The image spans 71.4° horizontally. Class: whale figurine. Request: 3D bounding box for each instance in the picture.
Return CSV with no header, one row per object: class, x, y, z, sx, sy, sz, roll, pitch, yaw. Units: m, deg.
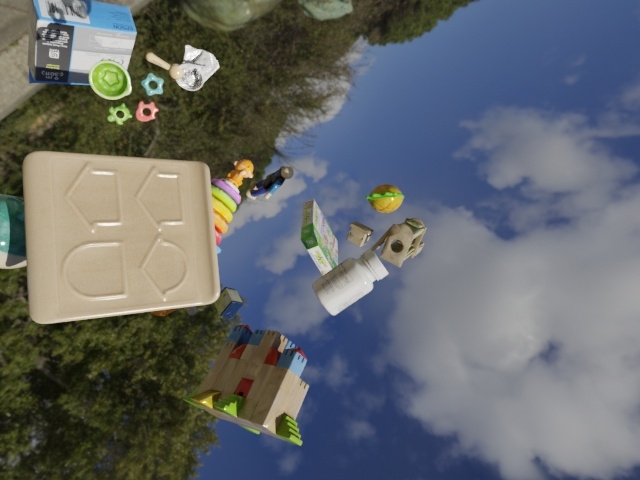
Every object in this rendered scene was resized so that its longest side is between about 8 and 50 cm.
whale figurine,-0.709,-0.057,0.927,0.141,0.272,0.216,-55,-175,-1

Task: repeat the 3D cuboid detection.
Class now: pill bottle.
pill bottle,0.099,0.130,1.454,0.229,0.131,0.131,-35,-155,5

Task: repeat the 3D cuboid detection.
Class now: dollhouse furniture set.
dollhouse furniture set,0.182,-0.031,1.152,0.182,0.161,0.101,-22,136,-60

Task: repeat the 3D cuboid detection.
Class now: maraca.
maraca,0.223,-0.148,1.545,0.127,0.099,0.186,-9,175,18

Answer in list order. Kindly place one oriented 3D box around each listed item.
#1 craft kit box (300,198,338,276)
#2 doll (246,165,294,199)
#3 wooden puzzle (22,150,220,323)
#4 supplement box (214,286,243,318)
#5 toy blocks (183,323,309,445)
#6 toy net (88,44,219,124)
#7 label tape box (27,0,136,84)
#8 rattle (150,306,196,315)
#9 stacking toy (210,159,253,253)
craft kit box,0.000,0.000,1.776,0.061,0.246,0.249,-22,-144,17
doll,-0.147,-0.175,1.347,0.189,0.046,0.129,-19,-141,41
wooden puzzle,-0.398,-0.011,0.915,0.348,0.321,0.081,-3,173,-30
supplement box,-0.355,0.239,1.713,0.083,0.056,0.083,-49,-129,15
toy blocks,-0.166,0.361,1.204,0.382,0.190,0.260,-3,-131,41
toy net,-0.301,-0.295,0.843,0.233,0.122,0.045,-17,-151,-12
label tape box,-0.722,-0.550,1.336,0.249,0.115,0.348,-10,160,-37
rattle,-0.435,0.176,1.311,0.143,0.130,0.200,-1,-175,-16
stacking toy,-0.297,-0.119,1.292,0.301,0.175,0.166,-56,-158,-15
